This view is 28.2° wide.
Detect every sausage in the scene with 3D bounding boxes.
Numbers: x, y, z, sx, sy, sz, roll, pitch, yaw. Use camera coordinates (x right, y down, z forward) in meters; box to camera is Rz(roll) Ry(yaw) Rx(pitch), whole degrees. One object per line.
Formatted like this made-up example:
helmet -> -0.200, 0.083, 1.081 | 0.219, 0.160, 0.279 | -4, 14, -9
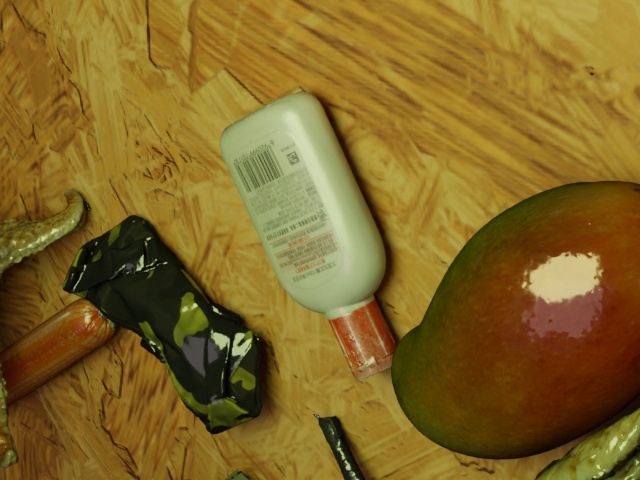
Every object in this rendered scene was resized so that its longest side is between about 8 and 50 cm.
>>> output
sausage -> -0.300, 0.127, 1.301 | 0.347, 0.053, 0.053 | -31, 87, 44

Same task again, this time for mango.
mango -> 0.139, 0.066, 0.845 | 0.146, 0.129, 0.289 | 47, 141, 13

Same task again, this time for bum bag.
bum bag -> -0.131, 0.073, 1.121 | 0.232, 0.060, 0.107 | 40, 114, 20

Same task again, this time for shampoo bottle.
shampoo bottle -> 0.000, 0.000, 0.984 | 0.108, 0.051, 0.221 | -22, 94, 43

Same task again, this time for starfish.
starfish -> -0.353, 0.041, 1.243 | 0.327, 0.094, 0.375 | -22, 77, 37

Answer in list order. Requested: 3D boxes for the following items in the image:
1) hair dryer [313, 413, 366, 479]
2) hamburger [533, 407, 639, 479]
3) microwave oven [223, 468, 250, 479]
hair dryer -> 0.063, 0.314, 1.065 | 0.303, 0.120, 0.360 | -42, 69, 58
hamburger -> 0.223, 0.187, 0.822 | 0.183, 0.130, 0.206 | 39, 122, -13
microwave oven -> -0.139, 0.316, 1.170 | 0.129, 0.163, 0.205 | 56, 137, 10
